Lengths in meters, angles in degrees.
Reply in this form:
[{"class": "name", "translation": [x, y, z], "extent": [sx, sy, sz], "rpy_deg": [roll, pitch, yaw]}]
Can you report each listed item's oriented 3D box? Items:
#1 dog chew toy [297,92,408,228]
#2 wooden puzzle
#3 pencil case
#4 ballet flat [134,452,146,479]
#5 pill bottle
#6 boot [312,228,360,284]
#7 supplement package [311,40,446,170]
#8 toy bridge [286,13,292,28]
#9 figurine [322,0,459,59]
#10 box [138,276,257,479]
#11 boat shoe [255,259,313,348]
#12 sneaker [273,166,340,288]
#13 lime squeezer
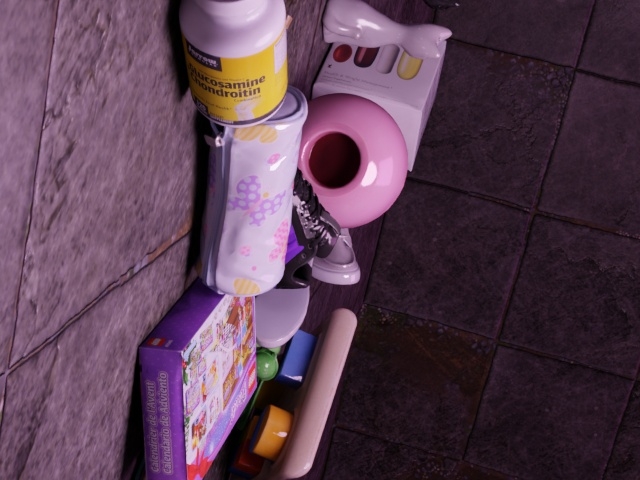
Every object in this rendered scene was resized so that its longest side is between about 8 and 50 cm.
[{"class": "dog chew toy", "translation": [0.044, -0.126, 1.755], "extent": [0.332, 0.207, 0.206], "rpy_deg": [-20, 125, -80]}, {"class": "wooden puzzle", "translation": [-0.075, 0.299, 1.999], "extent": [0.348, 0.080, 0.322], "rpy_deg": [-40, -154, 59]}, {"class": "pencil case", "translation": [-0.086, -0.061, 1.310], "extent": [0.124, 0.113, 0.273], "rpy_deg": [-53, 158, -47]}, {"class": "ballet flat", "translation": [-0.207, 0.395, 1.357], "extent": [0.107, 0.106, 0.316], "rpy_deg": [87, 19, -63]}, {"class": "pill bottle", "translation": [-0.085, -0.201, 1.081], "extent": [0.184, 0.103, 0.103], "rpy_deg": [90, 17, -61]}, {"class": "boot", "translation": [0.012, -0.014, 2.017], "extent": [0.258, 0.095, 0.123], "rpy_deg": [-132, -136, -64]}, {"class": "supplement package", "translation": [0.101, -0.262, 1.946], "extent": [0.149, 0.194, 0.203], "rpy_deg": [97, 11, -49]}, {"class": "toy bridge", "translation": [-0.028, -0.353, 1.320], "extent": [0.188, 0.063, 0.026], "rpy_deg": [-64, 173, 8]}, {"class": "figurine", "translation": [0.128, -0.390, 1.834], "extent": [0.092, 0.209, 0.215], "rpy_deg": [94, 14, -54]}, {"class": "box", "translation": [-0.148, 0.163, 1.393], "extent": [0.293, 0.057, 0.200], "rpy_deg": [-57, 149, -66]}, {"class": "boat shoe", "translation": [-0.059, 0.102, 1.882], "extent": [0.258, 0.095, 0.084], "rpy_deg": [-67, 168, -47]}, {"class": "sneaker", "translation": [-0.038, -0.046, 1.551], "extent": [0.102, 0.146, 0.293], "rpy_deg": [-66, 169, -49]}, {"class": "lime squeezer", "translation": [-0.108, 0.222, 1.921], "extent": [0.310, 0.059, 0.110], "rpy_deg": [96, 11, -53]}]
